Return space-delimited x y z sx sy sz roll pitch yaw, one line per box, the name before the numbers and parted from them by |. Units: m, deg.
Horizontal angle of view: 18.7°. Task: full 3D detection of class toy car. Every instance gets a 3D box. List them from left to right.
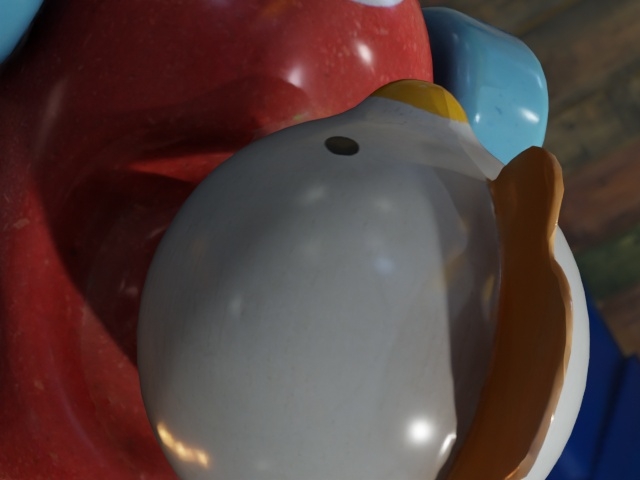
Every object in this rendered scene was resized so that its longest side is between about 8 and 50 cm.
toy car | 0.000 0.000 0.511 0.238 0.219 0.210 9 -97 56
